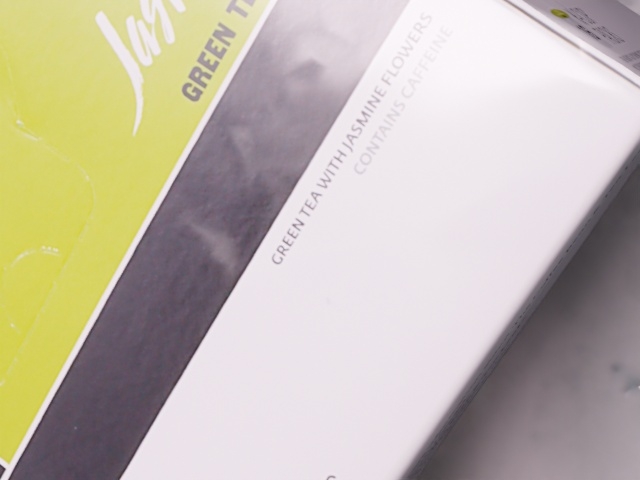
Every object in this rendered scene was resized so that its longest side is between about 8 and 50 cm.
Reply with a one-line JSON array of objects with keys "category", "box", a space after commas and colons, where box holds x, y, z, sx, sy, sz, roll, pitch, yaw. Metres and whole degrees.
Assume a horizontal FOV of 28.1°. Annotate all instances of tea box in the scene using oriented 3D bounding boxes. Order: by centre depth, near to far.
[{"category": "tea box", "box": [-0.077, -0.018, 0.523, 0.324, 0.220, 0.329, 36, 110, 9]}]
